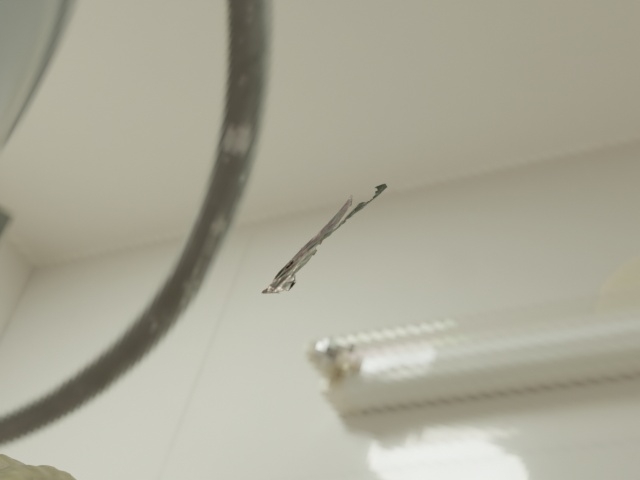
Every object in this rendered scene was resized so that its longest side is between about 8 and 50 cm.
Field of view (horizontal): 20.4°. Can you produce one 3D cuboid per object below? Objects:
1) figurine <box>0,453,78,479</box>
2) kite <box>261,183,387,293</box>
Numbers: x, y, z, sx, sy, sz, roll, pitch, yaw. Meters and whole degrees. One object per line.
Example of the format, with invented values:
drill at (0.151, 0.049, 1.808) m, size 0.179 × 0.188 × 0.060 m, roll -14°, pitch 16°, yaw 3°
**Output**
figurine at (-0.136, 0.217, 0.745) m, size 0.204 × 0.185 × 0.332 m, roll 21°, pitch -29°, yaw 0°
kite at (0.000, 0.000, 1.328) m, size 0.011 × 0.139 × 0.156 m, roll 42°, pitch -49°, yaw -9°
